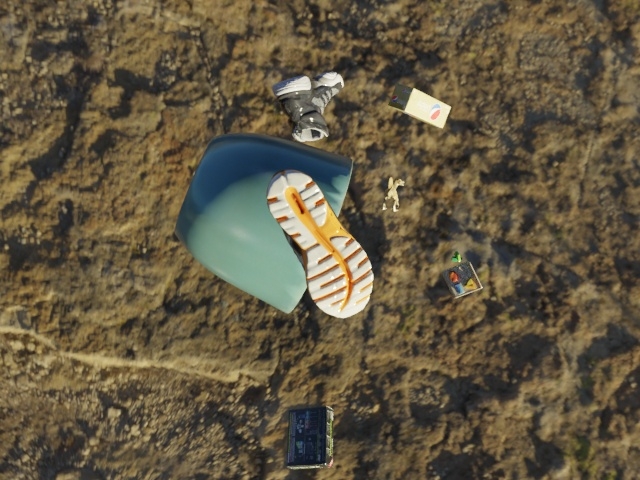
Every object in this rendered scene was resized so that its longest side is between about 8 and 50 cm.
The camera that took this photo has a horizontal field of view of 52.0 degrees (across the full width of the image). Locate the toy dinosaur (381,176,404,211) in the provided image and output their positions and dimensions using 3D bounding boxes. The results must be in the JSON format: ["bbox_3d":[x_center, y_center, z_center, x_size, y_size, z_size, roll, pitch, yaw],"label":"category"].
[{"bbox_3d":[0.196,-0.131,1.845,0.053,0.183,0.092,4,104,16],"label":"toy dinosaur"}]

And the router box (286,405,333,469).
[{"bbox_3d":[-0.021,0.415,1.378,0.092,0.038,0.122,-11,60,23],"label":"router box"}]

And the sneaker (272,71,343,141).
[{"bbox_3d":[-0.016,-0.324,1.603,0.268,0.101,0.153,-28,106,-56],"label":"sneaker"}]

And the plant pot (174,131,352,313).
[{"bbox_3d":[-0.111,-0.051,1.135,0.235,0.293,0.293,22,60,-7],"label":"plant pot"}]

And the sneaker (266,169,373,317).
[{"bbox_3d":[0.000,0.000,0.818,0.084,0.083,0.215,-26,110,-3],"label":"sneaker"}]

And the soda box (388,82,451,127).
[{"bbox_3d":[0.254,-0.342,1.668,0.058,0.061,0.181,30,13,39],"label":"soda box"}]

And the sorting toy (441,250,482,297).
[{"bbox_3d":[0.257,0.062,1.221,0.012,0.062,0.083,-30,94,-58],"label":"sorting toy"}]
